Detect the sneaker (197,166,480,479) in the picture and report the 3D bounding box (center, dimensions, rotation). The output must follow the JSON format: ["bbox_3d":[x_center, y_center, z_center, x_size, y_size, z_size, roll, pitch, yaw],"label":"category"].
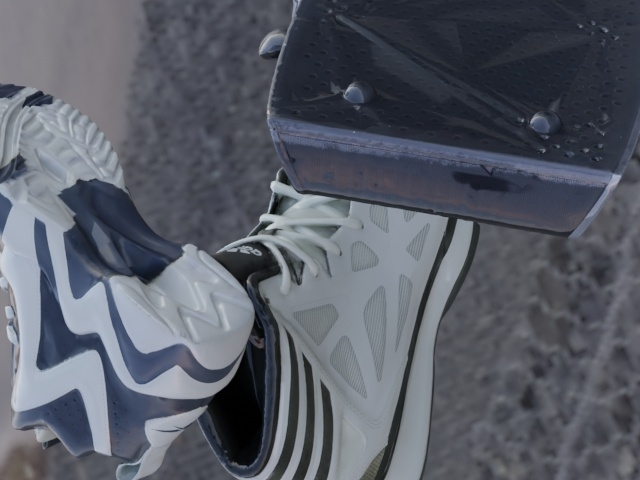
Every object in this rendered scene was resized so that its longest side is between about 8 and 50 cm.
[{"bbox_3d":[0.001,0.000,1.575,0.169,0.257,0.447,-5,68,29],"label":"sneaker"}]

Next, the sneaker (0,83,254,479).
[{"bbox_3d":[-0.143,0.032,1.018,0.235,0.094,0.153,40,124,22],"label":"sneaker"}]

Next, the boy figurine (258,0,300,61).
[{"bbox_3d":[0.014,-0.278,1.426,0.177,0.092,0.285,-7,81,59],"label":"boy figurine"}]

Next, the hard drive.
[{"bbox_3d":[0.074,-0.089,0.922,0.172,0.255,0.054,9,123,7],"label":"hard drive"}]
